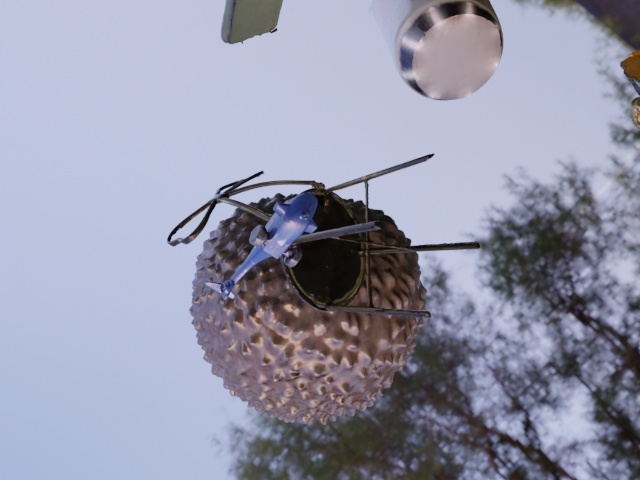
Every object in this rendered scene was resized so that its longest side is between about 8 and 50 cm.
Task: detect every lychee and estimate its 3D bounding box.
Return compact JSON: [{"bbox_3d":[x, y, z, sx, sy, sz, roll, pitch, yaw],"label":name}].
[{"bbox_3d":[-0.018,0.112,1.632,0.380,0.432,0.380,-3,-143,2],"label":"lychee"}]

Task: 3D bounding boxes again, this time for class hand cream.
[{"bbox_3d":[0.126,-0.291,1.217,0.118,0.186,0.359,24,-153,-19],"label":"hand cream"}]

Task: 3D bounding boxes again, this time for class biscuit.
[{"bbox_3d":[-0.066,-0.371,1.239,0.099,0.322,0.038,-30,-115,-31],"label":"biscuit"}]

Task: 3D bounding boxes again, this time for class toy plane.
[{"bbox_3d":[-0.057,0.006,1.033,0.054,0.167,0.062,31,-151,-23],"label":"toy plane"}]

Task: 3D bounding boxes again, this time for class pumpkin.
[{"bbox_3d":[0.259,-0.104,0.769,0.074,0.054,0.083,53,-165,-17],"label":"pumpkin"}]

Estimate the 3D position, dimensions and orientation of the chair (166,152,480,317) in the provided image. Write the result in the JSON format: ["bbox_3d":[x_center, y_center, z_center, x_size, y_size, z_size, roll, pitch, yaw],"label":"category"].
[{"bbox_3d":[0.000,0.000,1.183,0.160,0.325,0.170,-52,-60,-38],"label":"chair"}]
